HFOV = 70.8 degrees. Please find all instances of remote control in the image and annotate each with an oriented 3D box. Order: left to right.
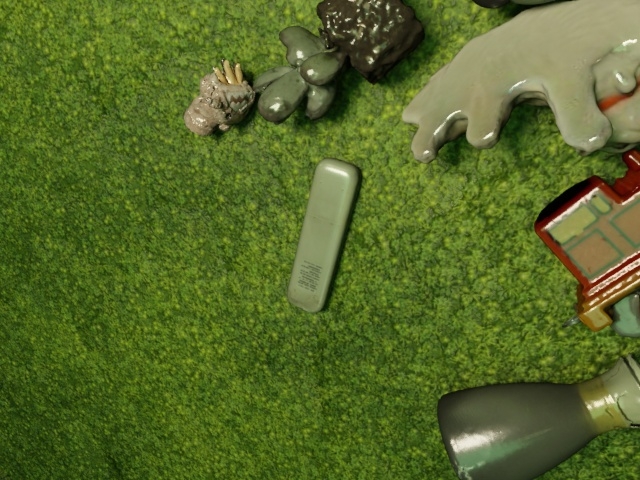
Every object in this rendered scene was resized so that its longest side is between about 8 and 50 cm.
[{"bbox_3d":[-0.001,0.000,0.844,0.090,0.038,0.310,20,113,15],"label":"remote control"}]

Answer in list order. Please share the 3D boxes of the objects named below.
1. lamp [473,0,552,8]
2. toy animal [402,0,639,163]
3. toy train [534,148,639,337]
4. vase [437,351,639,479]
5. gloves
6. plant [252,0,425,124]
[{"bbox_3d":[0.264,-0.403,0.516,0.197,0.197,0.244,0,85,21],"label":"lamp"},{"bbox_3d":[0.291,-0.179,0.614,0.308,0.188,0.266,-45,60,24],"label":"toy animal"},{"bbox_3d":[0.456,-0.014,0.599,0.232,0.163,0.369,49,118,9],"label":"toy train"},{"bbox_3d":[0.374,0.297,0.740,0.321,0.173,0.173,-27,97,21],"label":"vase"},{"bbox_3d":[-0.179,-0.243,0.799,0.094,0.110,0.144,54,147,-11],"label":"gloves"},{"bbox_3d":[0.013,-0.280,0.681,0.274,0.146,0.149,-28,99,27],"label":"plant"}]
